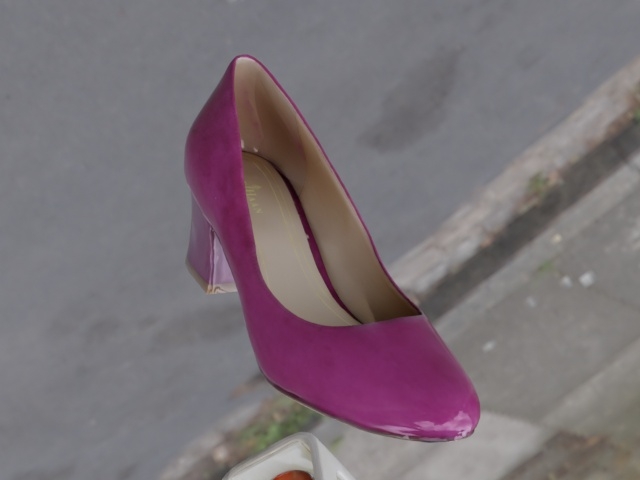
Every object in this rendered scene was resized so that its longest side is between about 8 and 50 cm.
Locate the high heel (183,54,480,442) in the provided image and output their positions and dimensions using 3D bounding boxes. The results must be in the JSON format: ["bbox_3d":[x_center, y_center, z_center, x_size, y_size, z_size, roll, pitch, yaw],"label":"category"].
[{"bbox_3d":[0.000,0.000,1.136,0.127,0.377,0.181,-6,116,-36],"label":"high heel"}]

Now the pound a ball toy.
[{"bbox_3d":[-0.028,0.330,1.639,0.208,0.136,0.319,-31,126,15],"label":"pound a ball toy"}]
